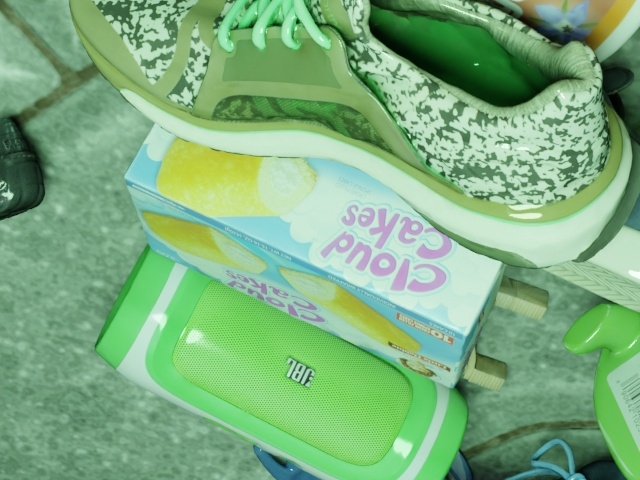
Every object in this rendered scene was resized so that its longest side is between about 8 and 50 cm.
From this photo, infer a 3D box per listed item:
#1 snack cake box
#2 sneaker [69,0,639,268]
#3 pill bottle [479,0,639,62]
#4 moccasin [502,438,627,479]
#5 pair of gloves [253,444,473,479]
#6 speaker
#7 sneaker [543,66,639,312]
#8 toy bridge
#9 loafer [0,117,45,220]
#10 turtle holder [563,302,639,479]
[{"bbox_3d":[0.000,0.000,1.036,0.264,0.089,0.152,24,161,10],"label":"snack cake box"},{"bbox_3d":[0.017,-0.136,0.906,0.410,0.158,0.182,21,155,15],"label":"sneaker"},{"bbox_3d":[0.114,-0.212,0.919,0.216,0.121,0.121,28,126,-11],"label":"pill bottle"},{"bbox_3d":[0.233,0.234,1.218,0.342,0.138,0.117,9,112,-34],"label":"moccasin"},{"bbox_3d":[0.040,0.205,1.305,0.198,0.023,0.159,-4,124,10],"label":"pair of gloves"},{"bbox_3d":[-0.030,0.110,1.172,0.296,0.131,0.131,28,126,-9],"label":"speaker"},{"bbox_3d":[0.142,-0.075,1.033,0.350,0.148,0.131,25,171,12],"label":"sneaker"},{"bbox_3d":[0.155,0.044,1.164,0.063,0.026,0.188,19,127,-5],"label":"toy bridge"},{"bbox_3d":[-0.320,-0.038,1.153,0.223,0.076,0.078,-17,86,28],"label":"loafer"},{"bbox_3d":[0.367,0.082,1.060,0.227,0.243,0.320,35,86,-36],"label":"turtle holder"}]
